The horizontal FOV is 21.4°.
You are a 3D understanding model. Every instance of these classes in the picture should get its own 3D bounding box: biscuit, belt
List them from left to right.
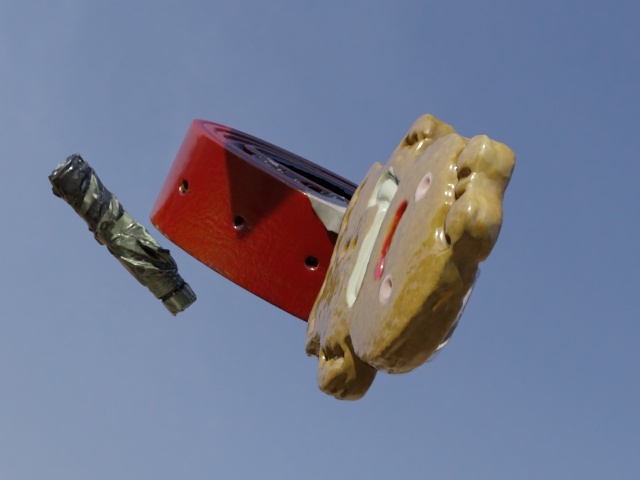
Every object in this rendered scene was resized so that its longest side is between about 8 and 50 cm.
[{"bbox_3d":[0.000,0.000,1.593,0.324,0.115,0.227,29,11,18],"label":"belt"},{"bbox_3d":[0.044,0.009,1.010,0.035,0.184,0.249,22,-6,-14],"label":"biscuit"}]

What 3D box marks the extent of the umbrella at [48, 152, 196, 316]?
[{"bbox_3d":[-0.191,-0.004,1.644,0.188,0.046,0.050,51,-21,-12],"label":"umbrella"}]
